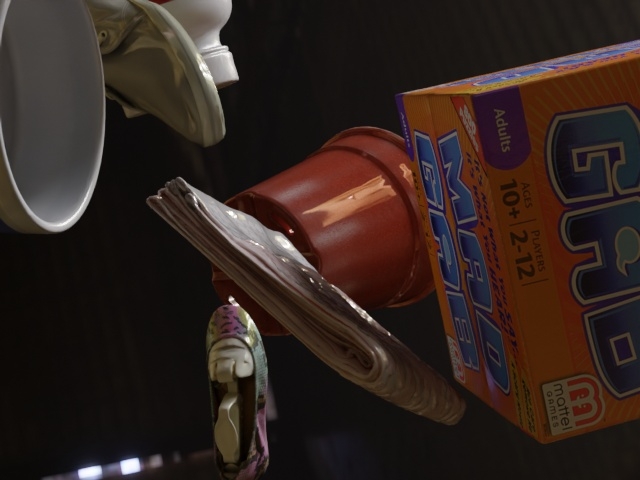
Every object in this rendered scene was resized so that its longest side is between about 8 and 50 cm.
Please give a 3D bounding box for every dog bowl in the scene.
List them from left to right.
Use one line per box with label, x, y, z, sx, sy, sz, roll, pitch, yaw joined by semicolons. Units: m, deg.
dog bowl;-0.302;-0.138;1.442;0.265;0.104;0.264;0;90;-77

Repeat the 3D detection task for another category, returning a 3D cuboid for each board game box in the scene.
board game box;0.320;-0.026;1.640;0.356;0.357;0.356;-150;-134;-80

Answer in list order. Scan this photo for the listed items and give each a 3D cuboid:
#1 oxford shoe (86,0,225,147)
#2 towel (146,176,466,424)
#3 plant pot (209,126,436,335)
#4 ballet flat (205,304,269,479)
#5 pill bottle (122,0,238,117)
oxford shoe;-0.265;-0.242;1.890;0.449;0.130;0.169;44;-30;36
towel;-0.001;0.069;1.584;0.317;0.053;0.332;40;3;23
plant pot;0.000;0.000;2.092;0.272;0.265;0.272;14;-67;36
ballet flat;-0.105;0.189;1.817;0.079;0.077;0.221;-2;88;-73
pill bottle;-0.264;-0.395;2.158;0.229;0.229;0.407;177;-106;-78
